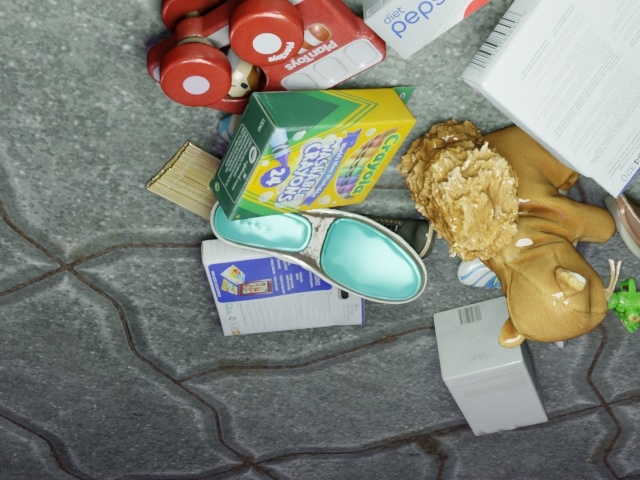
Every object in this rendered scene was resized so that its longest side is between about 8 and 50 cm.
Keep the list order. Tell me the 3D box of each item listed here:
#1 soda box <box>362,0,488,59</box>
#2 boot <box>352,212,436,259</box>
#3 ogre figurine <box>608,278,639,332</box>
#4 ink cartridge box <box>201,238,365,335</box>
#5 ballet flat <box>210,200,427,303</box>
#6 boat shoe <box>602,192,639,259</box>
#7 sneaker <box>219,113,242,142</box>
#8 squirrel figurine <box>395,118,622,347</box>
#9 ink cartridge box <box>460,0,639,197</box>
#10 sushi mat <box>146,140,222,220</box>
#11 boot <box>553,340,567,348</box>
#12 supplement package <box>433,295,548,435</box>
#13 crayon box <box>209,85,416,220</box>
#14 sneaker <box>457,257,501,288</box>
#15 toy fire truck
[{"bbox_3d":[0.195,-0.379,1.170,0.286,0.091,0.098,-31,133,31],"label":"soda box"},{"bbox_3d":[0.125,-0.016,1.562,0.137,0.076,0.198,14,172,-12],"label":"boot"},{"bbox_3d":[0.642,0.140,1.813,0.197,0.096,0.118,20,156,2],"label":"ogre figurine"},{"bbox_3d":[-0.067,0.088,1.730,0.308,0.072,0.303,-7,144,-2],"label":"ink cartridge box"},{"bbox_3d":[0.000,0.000,1.530,0.401,0.139,0.139,18,139,1],"label":"ballet flat"},{"bbox_3d":[0.648,-0.020,1.607,0.116,0.123,0.324,-38,135,27],"label":"boat shoe"},{"bbox_3d":[-0.083,-0.146,1.461,0.092,0.087,0.228,-4,144,31],"label":"sneaker"},{"bbox_3d":[0.303,-0.013,1.395,0.397,0.370,0.281,22,135,-26],"label":"squirrel figurine"},{"bbox_3d":[0.409,-0.272,1.205,0.330,0.071,0.324,32,97,-33],"label":"ink cartridge box"},{"bbox_3d":[-0.155,-0.071,1.588,0.317,0.019,0.151,28,131,-31],"label":"sushi mat"},{"bbox_3d":[0.504,0.183,1.890,0.086,0.069,0.190,14,159,28],"label":"boot"},{"bbox_3d":[0.385,0.289,1.914,0.178,0.175,0.293,-16,138,15],"label":"supplement package"},{"bbox_3d":[0.009,-0.141,1.344,0.323,0.083,0.203,-11,147,-37],"label":"crayon box"},{"bbox_3d":[0.395,0.060,1.668,0.240,0.126,0.091,-12,114,3],"label":"sneaker"},{"bbox_3d":[-0.086,-0.274,1.238,0.302,0.169,0.254,-24,143,27],"label":"toy fire truck"}]
